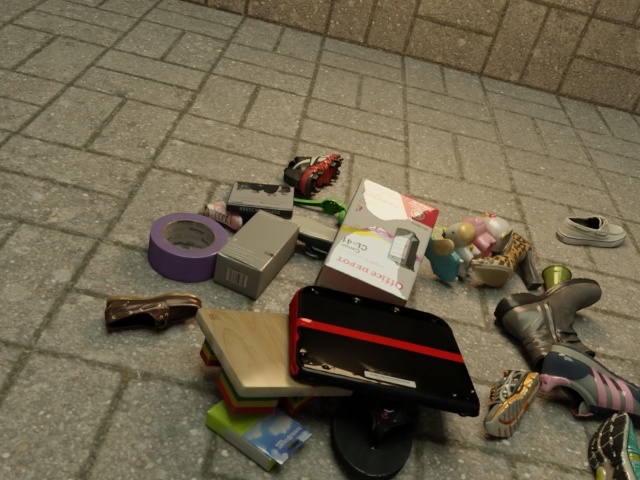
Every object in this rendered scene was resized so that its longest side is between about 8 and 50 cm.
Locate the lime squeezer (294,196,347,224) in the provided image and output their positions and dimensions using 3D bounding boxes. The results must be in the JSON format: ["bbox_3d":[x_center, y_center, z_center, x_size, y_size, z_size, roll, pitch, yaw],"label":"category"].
[{"bbox_3d":[0.039,-0.072,1.978,0.310,0.058,0.110,37,39,28],"label":"lime squeezer"}]

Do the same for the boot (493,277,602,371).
[{"bbox_3d":[0.634,0.226,1.753,0.338,0.118,0.222,-13,45,-19],"label":"boot"}]

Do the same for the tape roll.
[{"bbox_3d":[-0.329,0.015,1.687,0.189,0.080,0.189,11,34,-8],"label":"tape roll"}]

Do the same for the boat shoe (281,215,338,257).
[{"bbox_3d":[0.000,0.000,1.838,0.255,0.079,0.095,15,32,-4],"label":"boat shoe"}]

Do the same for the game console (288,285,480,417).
[{"bbox_3d":[0.122,0.228,1.438,0.387,0.060,0.342,14,25,-8],"label":"game console"}]

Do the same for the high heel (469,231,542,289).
[{"bbox_3d":[0.504,0.037,1.935,0.261,0.093,0.186,14,49,-29],"label":"high heel"}]

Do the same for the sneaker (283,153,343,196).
[{"bbox_3d":[-0.025,-0.222,2.130,0.135,0.097,0.276,21,29,19],"label":"sneaker"}]

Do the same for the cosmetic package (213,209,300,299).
[{"bbox_3d":[-0.156,0.030,1.712,0.127,0.107,0.238,21,38,10],"label":"cosmetic package"}]

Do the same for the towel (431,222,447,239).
[{"bbox_3d":[0.353,-0.017,2.047,0.148,0.027,0.110,26,36,16],"label":"towel"}]

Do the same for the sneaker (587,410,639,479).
[{"bbox_3d":[0.630,0.476,1.408,0.110,0.107,0.275,33,38,-9],"label":"sneaker"}]

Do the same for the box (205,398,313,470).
[{"bbox_3d":[-0.118,0.359,1.304,0.178,0.042,0.109,30,36,22],"label":"box"}]

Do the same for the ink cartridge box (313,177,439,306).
[{"bbox_3d":[0.146,0.021,1.720,0.226,0.131,0.306,23,53,2],"label":"ink cartridge box"}]

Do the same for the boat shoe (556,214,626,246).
[{"bbox_3d":[0.903,-0.041,2.242,0.268,0.088,0.096,4,35,-16],"label":"boat shoe"}]

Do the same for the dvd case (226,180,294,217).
[{"bbox_3d":[-0.165,-0.119,1.920,0.179,0.029,0.238,6,20,-3],"label":"dvd case"}]

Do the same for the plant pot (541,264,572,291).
[{"bbox_3d":[0.670,0.126,1.931,0.083,0.083,0.079,17,46,2],"label":"plant pot"}]

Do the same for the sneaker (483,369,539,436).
[{"bbox_3d":[0.406,0.355,1.498,0.083,0.084,0.215,13,28,37],"label":"sneaker"}]

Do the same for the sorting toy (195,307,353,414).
[{"bbox_3d":[-0.104,0.250,1.375,0.255,0.089,0.257,8,23,-34],"label":"sorting toy"}]

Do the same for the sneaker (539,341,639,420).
[{"bbox_3d":[0.646,0.366,1.567,0.319,0.112,0.131,31,77,3],"label":"sneaker"}]

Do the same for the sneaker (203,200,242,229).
[{"bbox_3d":[-0.270,-0.065,1.849,0.070,0.051,0.134,-8,33,-38],"label":"sneaker"}]

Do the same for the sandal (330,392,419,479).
[{"bbox_3d":[0.147,0.310,1.422,0.168,0.107,0.446,23,34,11],"label":"sandal"}]

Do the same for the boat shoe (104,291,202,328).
[{"bbox_3d":[-0.360,0.161,1.476,0.207,0.073,0.073,-3,39,-14],"label":"boat shoe"}]

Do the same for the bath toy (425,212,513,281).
[{"bbox_3d":[0.428,-0.004,1.954,0.129,0.151,0.348,33,34,29],"label":"bath toy"}]
